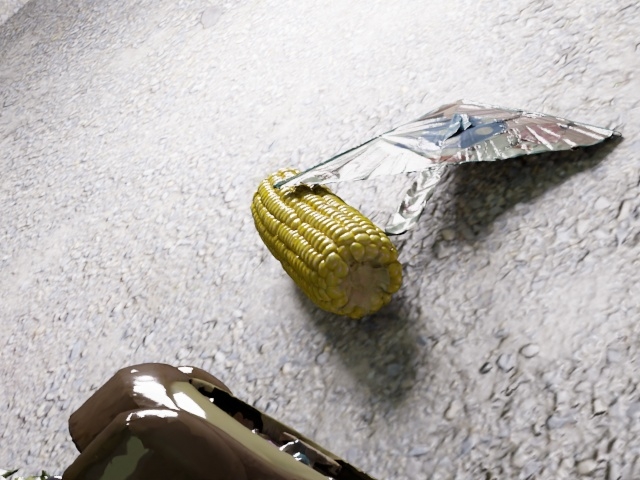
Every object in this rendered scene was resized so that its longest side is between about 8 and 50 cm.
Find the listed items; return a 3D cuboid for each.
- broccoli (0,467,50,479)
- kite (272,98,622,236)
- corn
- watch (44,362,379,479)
[{"bbox_3d":[-0.243,0.281,0.873,0.321,0.283,0.304,12,45,36],"label":"broccoli"},{"bbox_3d":[0.114,-0.081,1.124,0.335,0.011,0.314,-8,25,20],"label":"kite"},{"bbox_3d":[0.000,0.000,1.148,0.093,0.093,0.244,-42,27,-2],"label":"corn"},{"bbox_3d":[-0.069,0.269,0.670,0.327,0.335,0.314,-61,3,-4],"label":"watch"}]
